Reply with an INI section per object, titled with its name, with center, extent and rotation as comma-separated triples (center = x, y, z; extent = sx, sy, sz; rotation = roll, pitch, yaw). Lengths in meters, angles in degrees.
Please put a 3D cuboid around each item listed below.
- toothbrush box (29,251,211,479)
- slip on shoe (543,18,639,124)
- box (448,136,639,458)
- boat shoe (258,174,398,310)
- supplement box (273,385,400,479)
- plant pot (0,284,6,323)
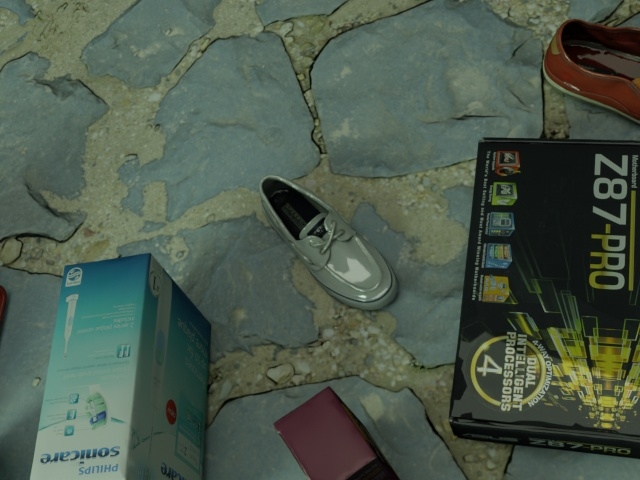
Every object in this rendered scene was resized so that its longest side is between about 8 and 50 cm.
[toothbrush box]
center = -0.240, 0.198, 1.133
extent = 0.126, 0.216, 0.295
rotation = -8, 56, 13
[slip on shoe]
center = 0.461, -0.220, 1.206
extent = 0.331, 0.101, 0.123
rotation = 23, 72, 23
[box]
center = 0.338, 0.063, 1.109
extent = 0.318, 0.097, 0.395
rotation = 5, 66, 15
[boat shoe]
center = 0.000, 0.000, 1.246
extent = 0.258, 0.084, 0.095
rotation = 37, 80, 28
[supplement box]
center = 0.027, 0.258, 1.054
extent = 0.081, 0.188, 0.104
rotation = -35, 60, -2
[plant pot]
center = -0.658, 0.161, 1.281
extent = 0.235, 0.267, 0.267
rotation = -10, 62, 26
